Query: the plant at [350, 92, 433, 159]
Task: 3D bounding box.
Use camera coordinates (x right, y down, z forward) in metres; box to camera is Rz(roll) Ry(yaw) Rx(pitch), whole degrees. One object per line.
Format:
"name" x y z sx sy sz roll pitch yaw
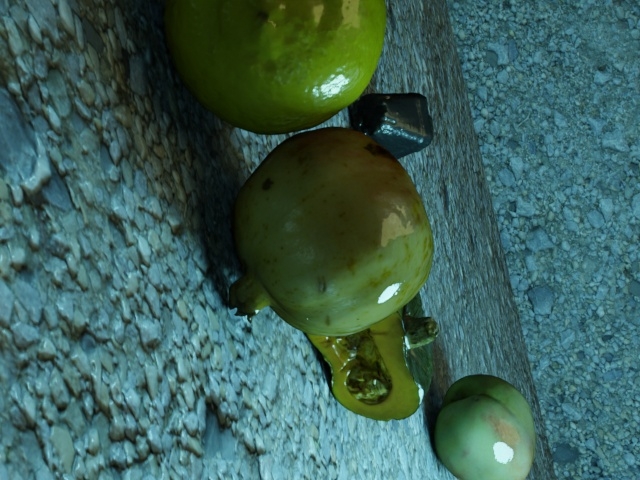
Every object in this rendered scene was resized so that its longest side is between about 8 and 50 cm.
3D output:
"plant" 0.178 -0.273 2.261 0.256 0.164 0.142 6 69 -53

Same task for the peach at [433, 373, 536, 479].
"peach" 0.410 0.478 2.322 0.292 0.247 0.292 49 17 -20

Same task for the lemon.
"lemon" -0.065 -0.316 1.388 0.348 0.348 0.348 -12 90 -70

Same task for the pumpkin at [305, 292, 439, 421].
"pumpkin" 0.117 0.144 1.740 0.232 0.242 0.325 -63 142 -48

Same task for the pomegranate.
"pomegranate" 0.000 0.000 1.436 0.342 0.342 0.342 -12 90 -70
